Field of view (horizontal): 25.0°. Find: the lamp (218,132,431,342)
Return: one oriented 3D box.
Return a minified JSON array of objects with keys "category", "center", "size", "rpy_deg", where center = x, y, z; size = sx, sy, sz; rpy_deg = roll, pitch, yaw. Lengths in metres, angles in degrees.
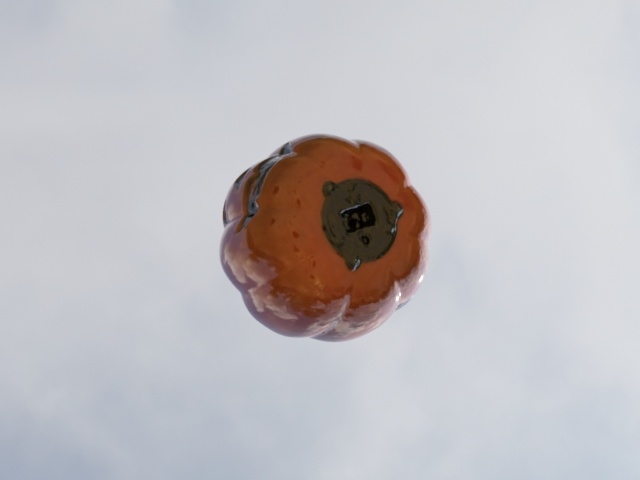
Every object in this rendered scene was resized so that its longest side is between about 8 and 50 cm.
[{"category":"lamp","center":[0.000,0.000,1.281],"size":[0.188,0.164,0.187],"rpy_deg":[5,-103,-25]}]
